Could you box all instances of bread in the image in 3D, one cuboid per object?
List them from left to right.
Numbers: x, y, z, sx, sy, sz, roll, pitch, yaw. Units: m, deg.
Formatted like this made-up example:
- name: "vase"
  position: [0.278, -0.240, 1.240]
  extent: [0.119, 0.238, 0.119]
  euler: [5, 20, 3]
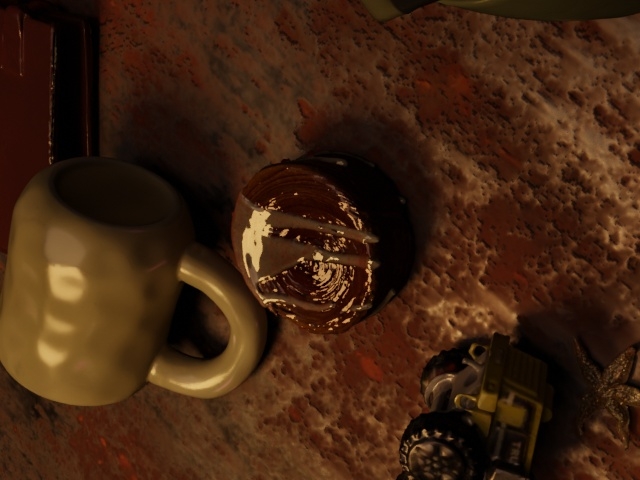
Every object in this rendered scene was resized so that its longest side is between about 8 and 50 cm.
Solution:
- name: "bread"
  position: [0.000, 0.000, 0.839]
  extent: [0.160, 0.073, 0.161]
  euler: [14, 114, 33]

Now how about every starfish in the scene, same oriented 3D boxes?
- name: "starfish"
  position: [0.217, 0.115, 0.744]
  extent: [0.086, 0.016, 0.092]
  euler: [45, 128, 21]

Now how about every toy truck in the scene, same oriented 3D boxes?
- name: "toy truck"
  position: [0.106, 0.212, 0.785]
  extent: [0.111, 0.136, 0.286]
  euler: [18, 116, 10]

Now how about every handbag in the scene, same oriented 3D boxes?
- name: "handbag"
  position: [-0.355, -0.133, 1.065]
  extent: [0.260, 0.084, 0.276]
  euler: [18, 113, 33]

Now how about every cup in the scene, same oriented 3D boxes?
- name: "cup"
  position: [-0.192, 0.058, 0.936]
  extent: [0.255, 0.173, 0.202]
  euler: [37, 124, 24]

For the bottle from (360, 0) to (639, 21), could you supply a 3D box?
- name: "bottle"
  position: [0.105, -0.202, 0.525]
  extent: [0.168, 0.347, 0.169]
  euler: [10, 107, 35]
